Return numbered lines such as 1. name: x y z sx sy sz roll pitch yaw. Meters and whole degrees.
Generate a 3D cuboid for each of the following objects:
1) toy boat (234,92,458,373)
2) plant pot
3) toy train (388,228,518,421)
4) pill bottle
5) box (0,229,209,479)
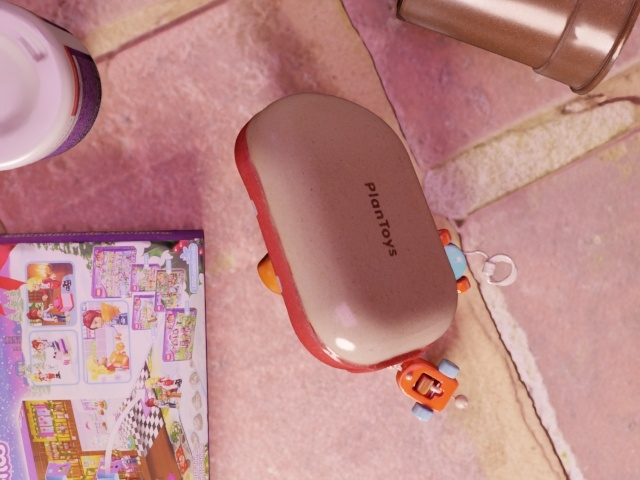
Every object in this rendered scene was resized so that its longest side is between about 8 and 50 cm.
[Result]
1. toy boat: 0.000 0.000 0.679 0.151 0.151 0.231 -9 75 -41
2. plant pot: 0.154 -0.216 0.654 0.165 0.167 0.167 15 97 -2
3. toy train: 0.098 0.070 0.746 0.125 0.046 0.166 25 98 -11
4. pill bottle: -0.218 -0.110 0.602 0.108 0.193 0.108 -1 99 -6
5. box: -0.196 0.138 0.712 0.201 0.057 0.293 -1 99 -7
